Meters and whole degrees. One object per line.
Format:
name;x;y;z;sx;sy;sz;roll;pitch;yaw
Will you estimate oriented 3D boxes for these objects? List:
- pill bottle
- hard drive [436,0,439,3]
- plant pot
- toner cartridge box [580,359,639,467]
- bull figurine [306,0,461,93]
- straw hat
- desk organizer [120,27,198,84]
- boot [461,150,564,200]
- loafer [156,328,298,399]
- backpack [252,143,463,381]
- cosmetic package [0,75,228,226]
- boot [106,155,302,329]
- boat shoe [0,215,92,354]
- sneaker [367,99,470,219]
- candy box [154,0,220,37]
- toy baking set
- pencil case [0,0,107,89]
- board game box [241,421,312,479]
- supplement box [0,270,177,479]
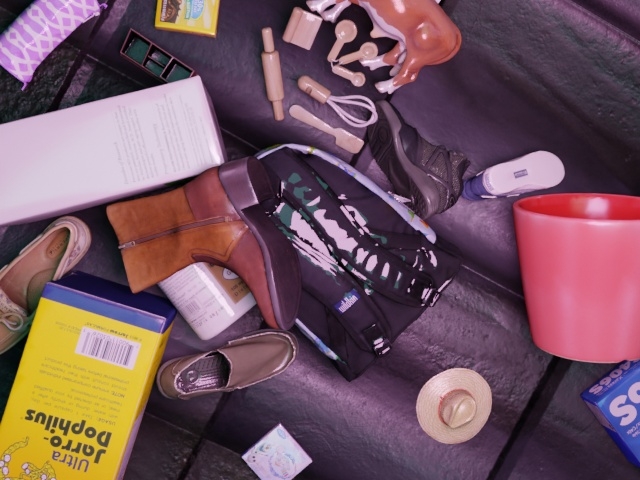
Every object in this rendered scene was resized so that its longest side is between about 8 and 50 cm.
pill bottle;-0.215;0.042;1.305;0.131;0.131;0.229;-38;94;-2
hard drive;0.115;-0.560;1.315;0.319;0.040;0.210;34;112;-5
plant pot;0.459;0.059;1.304;0.275;0.275;0.243;-2;102;-4
toner cartridge box;0.664;0.243;1.407;0.348;0.075;0.165;-38;96;-2
bull figurine;0.098;-0.402;1.297;0.188;0.101;0.310;-38;102;16
straw hat;0.245;0.301;1.386;0.145;0.061;0.144;0;93;-5
desk organizer;-0.277;-0.303;1.325;0.130;0.050;0.047;33;90;-5
boot;0.339;-0.112;1.377;0.190;0.086;0.069;-9;85;-32
loafer;-0.148;0.218;1.323;0.251;0.087;0.094;-17;94;-19
backpack;0.000;0.000;1.277;0.356;0.273;0.290;37;98;-20
cosmetic package;-0.344;-0.141;1.256;0.366;0.197;0.155;-16;94;-2
boot;-0.184;0.035;1.168;0.281;0.096;0.264;-19;95;24
boat shoe;-0.501;0.076;1.306;0.105;0.089;0.285;35;90;-5
sneaker;0.172;-0.149;1.354;0.130;0.087;0.227;-18;69;-33
candy box;-0.219;-0.460;1.335;0.105;0.027;0.205;7;92;-8
toy baking set;-0.001;-0.262;1.313;0.197;0.030;0.256;5;122;11
pencil case;-0.456;-0.355;1.297;0.206;0.086;0.088;-44;118;0
board game box;-0.077;0.387;1.386;0.090;0.020;0.090;-40;94;-1
supplement box;-0.385;0.252;1.270;0.195;0.194;0.356;18;91;-5
